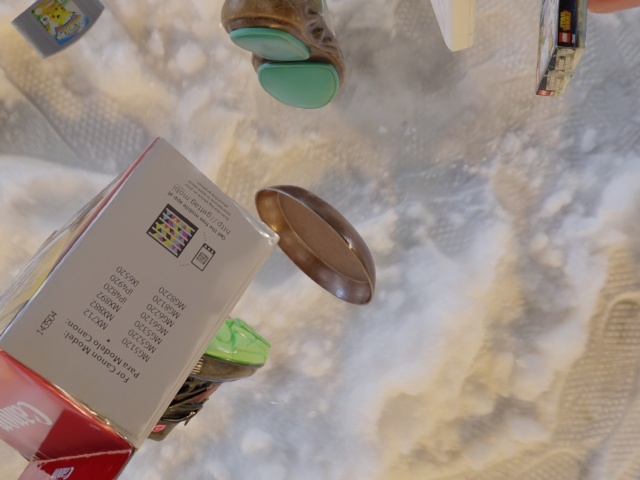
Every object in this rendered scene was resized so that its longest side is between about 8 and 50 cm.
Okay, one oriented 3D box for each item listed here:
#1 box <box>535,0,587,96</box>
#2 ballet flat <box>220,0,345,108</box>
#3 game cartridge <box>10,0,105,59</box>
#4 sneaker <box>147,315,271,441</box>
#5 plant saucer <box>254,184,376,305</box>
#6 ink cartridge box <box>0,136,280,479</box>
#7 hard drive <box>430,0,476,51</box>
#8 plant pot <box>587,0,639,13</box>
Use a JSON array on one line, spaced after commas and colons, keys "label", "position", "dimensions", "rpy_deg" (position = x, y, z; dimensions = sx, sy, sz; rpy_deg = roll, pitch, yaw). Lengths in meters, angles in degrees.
[{"label": "box", "position": [0.213, -0.208, 0.859], "dimensions": [0.027, 0.094, 0.137], "rpy_deg": [6, 73, 4]}, {"label": "ballet flat", "position": [-0.036, -0.248, 1.121], "dimensions": [0.116, 0.342, 0.124], "rpy_deg": [3, 85, 12]}, {"label": "game cartridge", "position": [-0.262, -0.225, 0.984], "dimensions": [0.083, 0.017, 0.056], "rpy_deg": [-43, 106, -8]}, {"label": "sneaker", "position": [-0.207, 0.202, 1.440], "dimensions": [0.185, 0.483, 0.202], "rpy_deg": [29, 71, -6]}, {"label": "plant saucer", "position": [0.000, 0.000, 1.034], "dimensions": [0.168, 0.168, 0.029], "rpy_deg": [46, 70, 1]}, {"label": "ink cartridge box", "position": [-0.212, 0.092, 0.810], "dimensions": [0.130, 0.309, 0.272], "rpy_deg": [41, 60, -15]}, {"label": "hard drive", "position": [0.157, -0.444, 1.289], "dimensions": [0.047, 0.353, 0.233], "rpy_deg": [-15, 67, 2]}, {"label": "plant pot", "position": [0.379, -0.371, 1.036], "dimensions": [0.272, 0.265, 0.272], "rpy_deg": [2, 86, -26]}]
